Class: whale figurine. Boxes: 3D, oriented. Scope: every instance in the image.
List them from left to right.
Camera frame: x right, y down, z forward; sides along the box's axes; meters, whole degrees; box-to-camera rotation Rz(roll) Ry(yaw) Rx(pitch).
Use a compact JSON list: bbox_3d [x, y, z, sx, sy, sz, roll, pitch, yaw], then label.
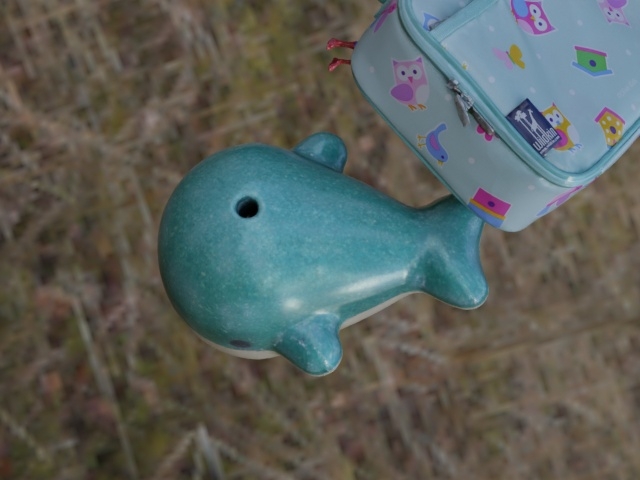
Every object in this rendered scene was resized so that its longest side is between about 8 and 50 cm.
[{"bbox_3d":[0.000,0.000,1.553,0.141,0.272,0.216,71,20,-65],"label":"whale figurine"}]

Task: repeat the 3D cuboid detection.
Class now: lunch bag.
[{"bbox_3d":[0.163,-0.151,1.546,0.224,0.108,0.279,50,45,-1],"label":"lunch bag"}]

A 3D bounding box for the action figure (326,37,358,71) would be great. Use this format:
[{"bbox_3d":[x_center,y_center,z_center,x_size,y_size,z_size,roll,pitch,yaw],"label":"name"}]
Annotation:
[{"bbox_3d":[0.062,-0.162,1.753,0.030,0.115,0.038,-57,149,-53],"label":"action figure"}]
